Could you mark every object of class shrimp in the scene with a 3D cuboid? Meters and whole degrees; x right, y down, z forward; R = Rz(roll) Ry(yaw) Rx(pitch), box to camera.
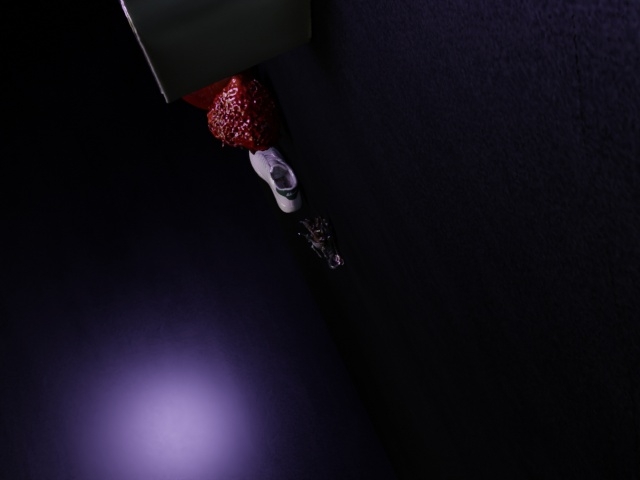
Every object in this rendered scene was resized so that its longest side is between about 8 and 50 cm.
[{"bbox_3d":[-0.001,-0.001,1.736,0.076,0.082,0.174,51,171,51],"label":"shrimp"}]

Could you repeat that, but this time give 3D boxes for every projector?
[{"bbox_3d":[-0.172,-0.381,0.997,0.248,0.249,0.249,91,153,-75],"label":"projector"}]

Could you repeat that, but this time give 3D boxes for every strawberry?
[{"bbox_3d":[-0.188,-0.320,1.724,0.187,0.184,0.201,58,161,31],"label":"strawberry"}]

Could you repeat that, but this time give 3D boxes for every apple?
[{"bbox_3d":[-0.288,-0.454,1.841,0.201,0.218,0.218,83,163,-83],"label":"apple"}]

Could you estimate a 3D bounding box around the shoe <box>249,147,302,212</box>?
[{"bbox_3d":[-0.128,-0.210,2.010,0.265,0.095,0.110,58,165,23],"label":"shoe"}]
